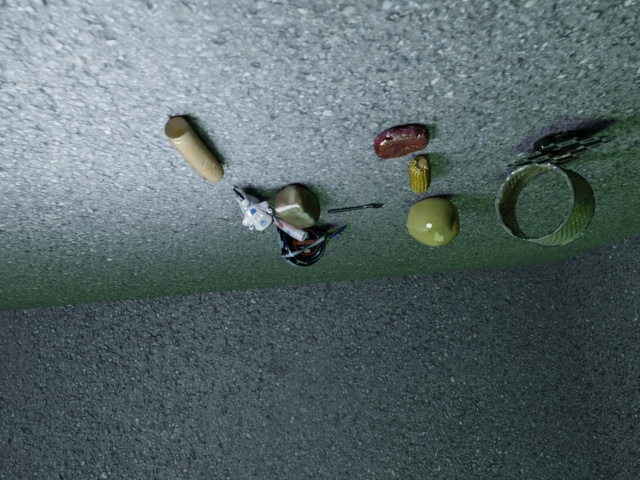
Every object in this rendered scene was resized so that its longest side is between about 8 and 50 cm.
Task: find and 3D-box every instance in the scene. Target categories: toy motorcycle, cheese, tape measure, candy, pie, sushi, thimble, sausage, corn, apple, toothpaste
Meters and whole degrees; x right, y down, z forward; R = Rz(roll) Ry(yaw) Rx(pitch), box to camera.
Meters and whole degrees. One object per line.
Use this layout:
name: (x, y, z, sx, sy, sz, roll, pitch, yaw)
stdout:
toy motorcycle: (-0.202, -0.088, 1.602, 0.102, 0.150, 0.221, -43, 164, 1)
cheese: (0.000, 0.000, 2.136, 0.270, 0.069, 0.177, -24, -167, 38)
tape measure: (-0.074, 0.014, 1.992, 0.181, 0.181, 0.107, -1, 169, -25)
candy: (-0.073, -0.107, 1.654, 0.104, 0.103, 0.234, -11, 164, 14)
pie: (0.210, -0.253, 1.309, 0.153, 0.038, 0.153, -8, 166, -2)
sushi: (0.680, -0.273, 1.436, 0.219, 0.047, 0.231, -7, 172, -18)
thimble: (0.723, -0.116, 1.639, 0.149, 0.271, 0.270, 8, 161, -40)
sausage: (-0.294, -0.205, 1.221, 0.065, 0.066, 0.301, -8, 167, 6)
corn: (0.302, -0.197, 1.529, 0.068, 0.068, 0.207, -8, 163, 9)
apple: (0.419, -0.071, 1.868, 0.199, 0.200, 0.200, -6, 167, -1)
toothpaste: (-0.136, -0.059, 1.780, 0.194, 0.043, 0.067, 30, 179, 18)

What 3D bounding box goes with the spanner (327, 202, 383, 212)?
spanner: (0.131, -0.119, 1.891, 0.208, 0.012, 0.046, -8, 168, 6)
